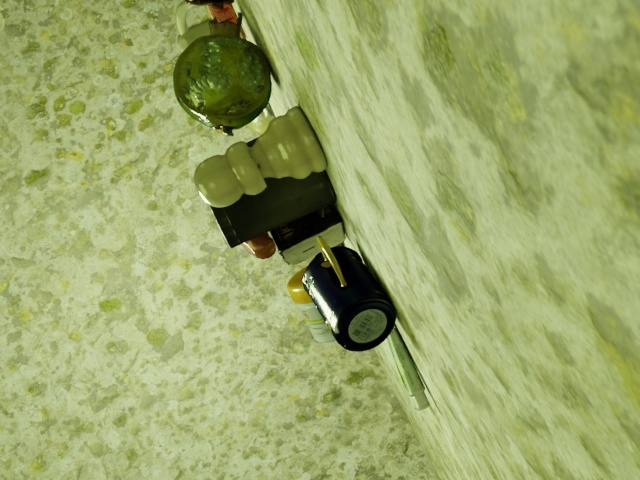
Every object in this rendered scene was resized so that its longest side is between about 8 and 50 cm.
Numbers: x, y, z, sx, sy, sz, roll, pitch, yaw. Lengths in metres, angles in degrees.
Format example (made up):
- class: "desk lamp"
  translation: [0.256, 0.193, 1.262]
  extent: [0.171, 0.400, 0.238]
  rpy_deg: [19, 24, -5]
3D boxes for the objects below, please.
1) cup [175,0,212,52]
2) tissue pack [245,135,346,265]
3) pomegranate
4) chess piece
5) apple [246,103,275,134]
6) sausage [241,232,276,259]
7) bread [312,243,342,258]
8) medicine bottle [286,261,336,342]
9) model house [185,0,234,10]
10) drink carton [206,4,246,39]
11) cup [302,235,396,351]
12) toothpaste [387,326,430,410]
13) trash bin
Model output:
- class: "cup"
  translation: [-0.401, -0.717, 2.195]
  extent: [0.173, 0.202, 0.255]
  rpy_deg: [63, 177, 29]
- class: "tissue pack"
  translation: [-0.091, -0.124, 1.837]
  extent: [0.369, 0.210, 0.198]
  rpy_deg: [62, 173, 18]
- class: "pomegranate"
  translation: [-0.256, -0.452, 1.661]
  extent: [0.260, 0.261, 0.340]
  rpy_deg: [74, -161, -75]
- class: "chess piece"
  translation: [-0.150, -0.176, 1.455]
  extent: [0.167, 0.300, 0.167]
  rpy_deg: [63, 179, 3]
- class: "apple"
  translation: [-0.251, -0.503, 2.359]
  extent: [0.264, 0.120, 0.193]
  rpy_deg: [62, 167, -26]
- class: "sausage"
  translation: [-0.182, -0.002, 1.735]
  extent: [0.179, 0.089, 0.089]
  rpy_deg: [35, 154, 55]
- class: "bread"
  translation: [0.004, 0.007, 2.135]
  extent: [0.134, 0.129, 0.260]
  rpy_deg: [63, 179, -7]
- class: "medicine bottle"
  translation: [0.035, 0.202, 2.178]
  extent: [0.231, 0.238, 0.238]
  rpy_deg: [63, 178, -14]
- class: "model house"
  translation: [-0.310, -0.637, 1.433]
  extent: [0.229, 0.200, 0.219]
  rpy_deg: [-144, 40, -76]
- class: "drink carton"
  translation: [-0.306, -0.705, 1.889]
  extent: [0.096, 0.071, 0.222]
  rpy_deg: [-118, 3, -60]
- class: "cup"
  translation: [0.046, 0.132, 1.584]
  extent: [0.255, 0.178, 0.256]
  rpy_deg: [33, -167, -32]
- class: "toothpaste"
  translation: [0.220, 0.311, 1.703]
  extent: [0.058, 0.056, 0.314]
  rpy_deg: [-33, 77, 47]
- class: "trash bin"
  translation: [-0.135, -0.131, 1.618]
  extent: [0.203, 0.302, 0.252]
  rpy_deg: [-119, 7, -62]
